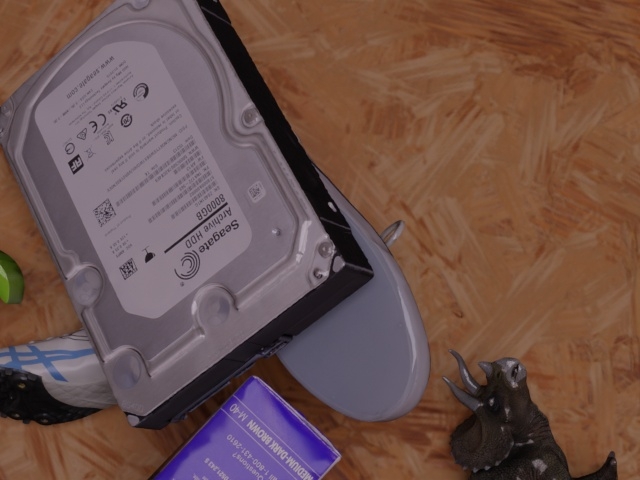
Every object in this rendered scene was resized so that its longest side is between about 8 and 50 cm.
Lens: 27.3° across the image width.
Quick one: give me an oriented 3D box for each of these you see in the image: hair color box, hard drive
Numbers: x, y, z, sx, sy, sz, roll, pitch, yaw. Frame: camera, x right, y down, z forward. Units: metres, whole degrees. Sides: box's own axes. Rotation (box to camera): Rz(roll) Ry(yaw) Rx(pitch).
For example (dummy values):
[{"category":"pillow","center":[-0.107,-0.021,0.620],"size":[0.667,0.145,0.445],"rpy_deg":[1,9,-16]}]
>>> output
[{"category":"hair color box","center":[-0.141,0.271,1.108],"size":[0.110,0.185,0.339],"rpy_deg":[42,79,2]},{"category":"hard drive","center":[-0.131,-0.043,1.117],"size":[0.237,0.064,0.339],"rpy_deg":[-37,66,18]}]

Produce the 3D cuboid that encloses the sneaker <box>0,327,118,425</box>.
[{"category":"sneaker","center":[-0.208,0.109,1.189],"size":[0.237,0.085,0.086],"rpy_deg":[-5,47,-1]}]

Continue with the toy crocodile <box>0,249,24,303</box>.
[{"category":"toy crocodile","center":[-0.393,0.133,1.134],"size":[0.105,0.115,0.340],"rpy_deg":[38,79,8]}]

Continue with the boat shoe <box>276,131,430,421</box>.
[{"category":"boat shoe","center":[-0.007,0.005,1.178],"size":[0.136,0.156,0.367],"rpy_deg":[-47,66,17]}]

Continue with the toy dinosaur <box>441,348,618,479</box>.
[{"category":"toy dinosaur","center":[0.184,0.260,1.196],"size":[0.160,0.121,0.314],"rpy_deg":[4,87,8]}]
